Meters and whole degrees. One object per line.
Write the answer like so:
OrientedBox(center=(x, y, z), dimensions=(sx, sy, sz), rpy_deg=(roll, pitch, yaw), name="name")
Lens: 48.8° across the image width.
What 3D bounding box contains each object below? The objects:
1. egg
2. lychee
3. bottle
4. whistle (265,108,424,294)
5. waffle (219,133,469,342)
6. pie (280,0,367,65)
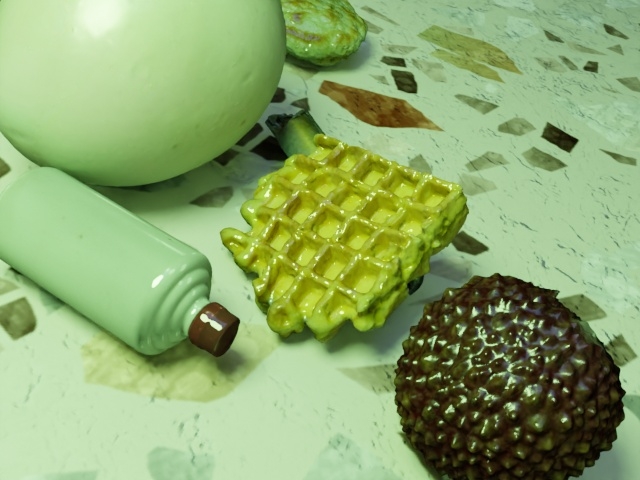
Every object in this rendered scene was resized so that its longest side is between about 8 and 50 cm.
OrientedBox(center=(-0.195, -0.204, 0.766), dimensions=(0.283, 0.283, 0.345), rpy_deg=(26, 51, 13), name="egg")
OrientedBox(center=(0.151, 0.123, 0.589), dimensions=(0.187, 0.188, 0.188), rpy_deg=(8, 41, -7), name="lychee")
OrientedBox(center=(-0.181, 0.028, 0.645), dimensions=(0.245, 0.104, 0.104), rpy_deg=(28, 42, 17), name="bottle")
OrientedBox(center=(0.019, -0.057, 0.834), dimensions=(0.067, 0.057, 0.326), rpy_deg=(-4, 44, -29), name="whistle")
OrientedBox(center=(0.000, 0.000, 0.723), dimensions=(0.229, 0.057, 0.219), rpy_deg=(25, 64, 33), name="waffle")
OrientedBox(center=(-0.025, -0.360, 1.142), dimensions=(0.200, 0.090, 0.248), rpy_deg=(14, 40, -17), name="pie")
